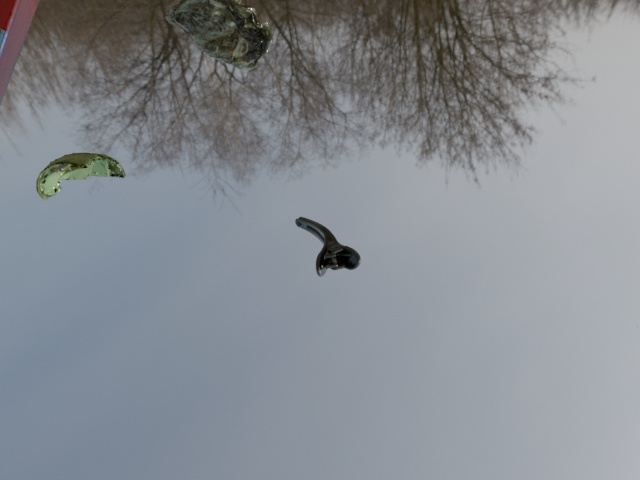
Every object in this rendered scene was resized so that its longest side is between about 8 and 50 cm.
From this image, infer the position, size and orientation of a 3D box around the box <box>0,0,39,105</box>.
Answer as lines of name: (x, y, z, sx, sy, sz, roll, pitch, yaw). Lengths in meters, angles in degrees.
box: (-0.592, -0.346, 0.662, 0.197, 0.313, 0.089, 27, -159, -24)

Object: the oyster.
oyster: (-0.165, -0.353, 0.690, 0.177, 0.125, 0.064, 33, -140, -7)

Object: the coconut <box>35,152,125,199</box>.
coconut: (-0.465, -0.135, 0.814, 0.158, 0.133, 0.055, -18, -101, -29)

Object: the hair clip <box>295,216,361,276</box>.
hair clip: (0.000, 0.000, 0.727, 0.070, 0.039, 0.229, -13, -159, -10)
